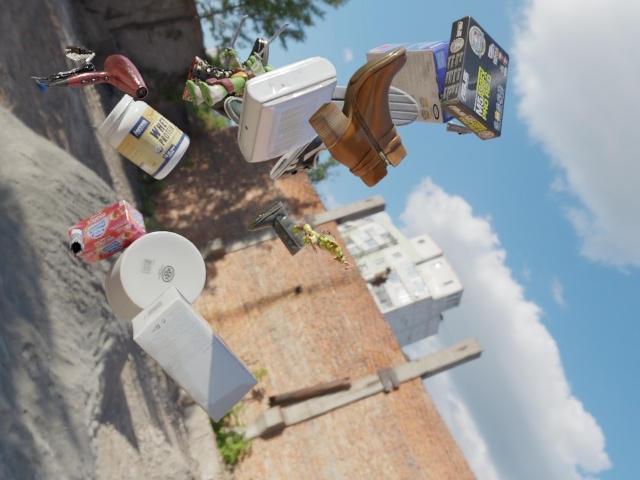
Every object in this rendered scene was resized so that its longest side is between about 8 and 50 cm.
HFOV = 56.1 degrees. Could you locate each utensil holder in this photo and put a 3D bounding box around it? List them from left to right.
[{"bbox_3d":[-0.630,0.151,2.293,0.385,0.327,0.328,-23,-94,62],"label":"utensil holder"}]

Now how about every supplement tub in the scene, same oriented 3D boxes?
[{"bbox_3d":[-0.730,-0.429,2.491,0.316,0.228,0.228,37,4,-23],"label":"supplement tub"}]

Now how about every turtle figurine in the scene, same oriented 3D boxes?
[{"bbox_3d":[-0.248,-0.502,1.706,0.198,0.266,0.275,44,-29,24],"label":"turtle figurine"},{"bbox_3d":[0.000,0.000,2.109,0.217,0.087,0.269,31,1,44],"label":"turtle figurine"}]

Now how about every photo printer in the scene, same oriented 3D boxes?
[{"bbox_3d":[-0.100,-0.344,1.657,0.107,0.256,0.307,57,-23,16],"label":"photo printer"}]

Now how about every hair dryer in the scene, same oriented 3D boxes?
[{"bbox_3d":[-0.604,-0.438,1.644,0.080,0.293,0.224,95,10,-47],"label":"hair dryer"}]

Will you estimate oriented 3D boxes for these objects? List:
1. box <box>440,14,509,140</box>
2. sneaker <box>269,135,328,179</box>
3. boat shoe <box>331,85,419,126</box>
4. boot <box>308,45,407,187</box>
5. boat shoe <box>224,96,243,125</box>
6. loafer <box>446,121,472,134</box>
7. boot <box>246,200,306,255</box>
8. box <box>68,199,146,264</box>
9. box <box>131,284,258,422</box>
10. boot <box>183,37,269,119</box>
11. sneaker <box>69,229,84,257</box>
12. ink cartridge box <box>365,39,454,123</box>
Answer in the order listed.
[{"bbox_3d":[0.432,-0.444,1.661,0.060,0.216,0.270,-7,-115,46],"label":"box"},{"bbox_3d":[-0.087,-0.346,2.609,0.127,0.321,0.126,37,36,-20],"label":"sneaker"},{"bbox_3d":[0.127,-0.413,1.822,0.119,0.335,0.121,-111,-150,-84],"label":"boat shoe"},{"bbox_3d":[0.139,-0.279,1.372,0.220,0.283,0.109,46,-5,-19],"label":"boot"},{"bbox_3d":[-0.255,-0.493,2.504,0.319,0.116,0.099,37,-10,-20],"label":"boat shoe"},{"bbox_3d":[0.537,-0.429,2.338,0.045,0.125,0.039,34,-70,56],"label":"loafer"},{"bbox_3d":[-0.165,-0.026,2.380,0.209,0.189,0.076,57,-4,-15],"label":"boot"},{"bbox_3d":[-0.816,-0.029,2.307,0.123,0.256,0.128,67,7,29],"label":"box"},{"bbox_3d":[-0.371,0.325,1.760,0.345,0.168,0.215,51,-11,-16],"label":"box"},{"bbox_3d":[-0.394,-0.704,2.526,0.378,0.284,0.138,-65,-156,22],"label":"boot"},{"bbox_3d":[-0.676,0.025,1.661,0.098,0.038,0.069,104,-24,-46],"label":"sneaker"},{"bbox_3d":[0.372,-0.578,2.194,0.395,0.151,0.270,19,-48,49],"label":"ink cartridge box"}]
